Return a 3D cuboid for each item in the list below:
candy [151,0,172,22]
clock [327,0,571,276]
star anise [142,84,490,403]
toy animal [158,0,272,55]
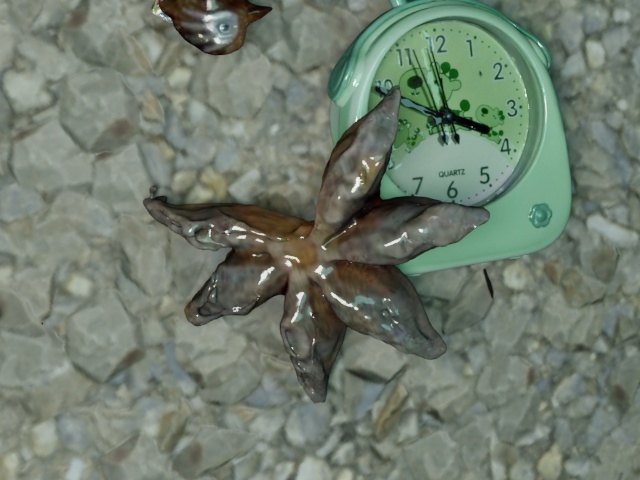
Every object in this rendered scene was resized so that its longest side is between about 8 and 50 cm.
[{"bbox_3d":[-0.080,-0.174,0.950,0.030,0.020,0.083,27,82,-20],"label":"candy"},{"bbox_3d":[0.079,-0.086,0.991,0.159,0.066,0.210,-7,95,-19],"label":"clock"},{"bbox_3d":[0.005,0.016,0.924,0.208,0.063,0.171,-21,101,19],"label":"star anise"},{"bbox_3d":[-0.102,-0.206,0.905,0.188,0.089,0.179,9,85,-6],"label":"toy animal"}]
